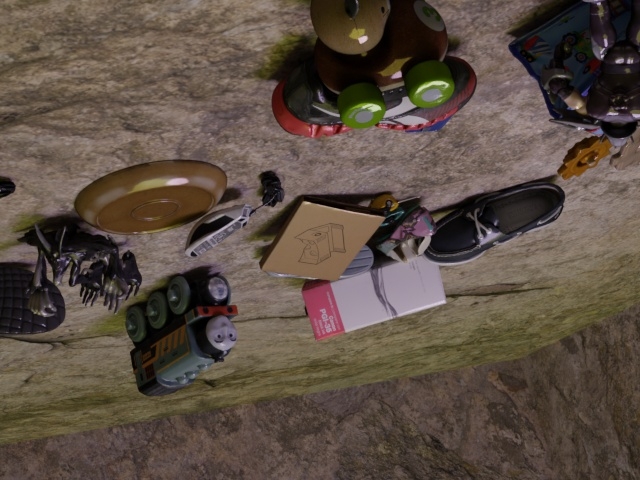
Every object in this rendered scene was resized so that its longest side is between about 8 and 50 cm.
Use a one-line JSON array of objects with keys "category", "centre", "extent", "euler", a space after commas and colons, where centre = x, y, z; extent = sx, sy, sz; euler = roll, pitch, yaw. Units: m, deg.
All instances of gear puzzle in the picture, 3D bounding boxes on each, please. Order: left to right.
[{"category": "gear puzzle", "centre": [0.455, -0.175, 1.306], "extent": [0.339, 0.044, 0.175], "euler": [-30, 156, -6]}]

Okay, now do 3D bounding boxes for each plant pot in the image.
[{"category": "plant pot", "centre": [-0.256, -0.058, 1.496], "extent": [0.236, 0.032, 0.236], "euler": [-13, 163, -4]}]

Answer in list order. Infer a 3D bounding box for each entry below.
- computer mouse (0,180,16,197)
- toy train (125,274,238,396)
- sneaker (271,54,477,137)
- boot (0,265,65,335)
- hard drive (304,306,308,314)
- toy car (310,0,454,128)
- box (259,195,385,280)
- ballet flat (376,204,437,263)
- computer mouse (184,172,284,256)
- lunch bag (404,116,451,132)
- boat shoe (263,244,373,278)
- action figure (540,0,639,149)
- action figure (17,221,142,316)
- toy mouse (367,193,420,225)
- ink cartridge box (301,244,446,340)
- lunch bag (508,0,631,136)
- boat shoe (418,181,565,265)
[{"category": "computer mouse", "centre": [-0.507, -0.073, 1.253], "extent": [0.071, 0.041, 0.242], "euler": [-30, 164, 36]}, {"category": "toy train", "centre": [-0.282, 0.194, 1.985], "extent": [0.142, 0.190, 0.334], "euler": [0, 157, -41]}, {"category": "sneaker", "centre": [0.081, -0.198, 1.223], "extent": [0.276, 0.097, 0.135], "euler": [-8, 164, -16]}, {"category": "boot", "centre": [-0.621, 0.126, 1.666], "extent": [0.338, 0.118, 0.223], "euler": [6, 159, -21]}, {"category": "hard drive", "centre": [0.036, 0.151, 2.390], "extent": [0.135, 0.022, 0.094], "euler": [-9, 162, -17]}, {"category": "toy car", "centre": [0.050, -0.239, 1.018], "extent": [0.149, 0.155, 0.188], "euler": [-17, 150, 8]}, {"category": "box", "centre": [0.000, 0.000, 1.765], "extent": [0.164, 0.021, 0.201], "euler": [9, 139, -26]}, {"category": "ballet flat", "centre": [0.169, -0.001, 1.901], "extent": [0.077, 0.079, 0.221], "euler": [-30, 174, -22]}, {"category": "computer mouse", "centre": [-0.145, -0.041, 1.571], "extent": [0.193, 0.042, 0.106], "euler": [-33, 169, -4]}, {"category": "lunch bag", "centre": [0.153, -0.192, 1.356], "extent": [0.067, 0.065, 0.098], "euler": [-9, 162, -18]}, {"category": "boat shoe", "centre": [-0.011, 0.035, 1.932], "extent": [0.226, 0.083, 0.076], "euler": [1, 175, -19]}, {"category": "action figure", "centre": [0.353, -0.228, 1.134], "extent": [0.185, 0.099, 0.285], "euler": [-4, 126, 9]}, {"category": "action figure", "centre": [-0.381, 0.054, 1.557], "extent": [0.164, 0.140, 0.275], "euler": [0, 167, 10]}, {"category": "toy mouse", "centre": [0.096, -0.045, 1.809], "extent": [0.161, 0.031, 0.143], "euler": [-17, 162, -10]}, {"category": "ink cartridge box", "centre": [0.113, 0.103, 2.050], "extent": [0.283, 0.117, 0.207], "euler": [-16, -176, 4]}, {"category": "lunch bag", "centre": [0.437, -0.278, 1.275], "extent": [0.293, 0.138, 0.221], "euler": [-41, 152, 29]}, {"category": "boat shoe", "centre": [0.337, -0.041, 1.913], "extent": [0.303, 0.114, 0.091], "euler": [-25, 165, -9]}]
